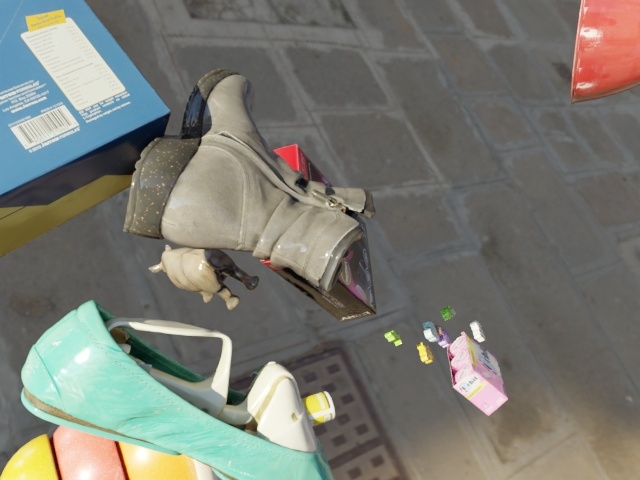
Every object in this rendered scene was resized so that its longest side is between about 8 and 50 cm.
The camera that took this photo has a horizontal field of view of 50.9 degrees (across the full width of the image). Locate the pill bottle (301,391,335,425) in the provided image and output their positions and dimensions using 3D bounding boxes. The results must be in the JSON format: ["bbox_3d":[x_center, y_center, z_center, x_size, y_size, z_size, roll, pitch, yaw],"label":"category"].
[{"bbox_3d":[-0.031,0.381,1.490,0.116,0.065,0.065,-14,67,-17],"label":"pill bottle"}]

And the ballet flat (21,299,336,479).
[{"bbox_3d":[-0.065,0.110,0.445,0.247,0.083,0.087,31,93,-25],"label":"ballet flat"}]

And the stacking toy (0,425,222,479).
[{"bbox_3d":[-0.441,0.436,1.195,0.479,0.351,0.351,-13,68,-26],"label":"stacking toy"}]

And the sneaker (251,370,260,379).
[{"bbox_3d":[-0.115,0.392,1.660,0.166,0.065,0.076,40,86,12],"label":"sneaker"}]

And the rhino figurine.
[{"bbox_3d":[-0.205,0.049,1.090,0.106,0.243,0.073,39,69,-30],"label":"rhino figurine"}]

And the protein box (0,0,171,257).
[{"bbox_3d":[-0.291,-0.126,0.642,0.199,0.136,0.201,-35,84,-31],"label":"protein box"}]

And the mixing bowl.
[{"bbox_3d":[0.375,-0.258,0.838,0.098,0.181,0.181,9,44,22],"label":"mixing bowl"}]

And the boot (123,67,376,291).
[{"bbox_3d":[-0.054,-0.068,0.729,0.222,0.118,0.338,17,35,-3],"label":"boot"}]

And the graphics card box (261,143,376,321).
[{"bbox_3d":[0.000,0.000,1.353,0.371,0.094,0.233,46,34,-55],"label":"graphics card box"}]

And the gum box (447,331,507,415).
[{"bbox_3d":[0.354,0.297,1.534,0.107,0.062,0.188,39,19,-9],"label":"gum box"}]

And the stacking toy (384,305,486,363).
[{"bbox_3d":[0.278,0.229,1.602,0.221,0.167,0.052,29,39,-50],"label":"stacking toy"}]
